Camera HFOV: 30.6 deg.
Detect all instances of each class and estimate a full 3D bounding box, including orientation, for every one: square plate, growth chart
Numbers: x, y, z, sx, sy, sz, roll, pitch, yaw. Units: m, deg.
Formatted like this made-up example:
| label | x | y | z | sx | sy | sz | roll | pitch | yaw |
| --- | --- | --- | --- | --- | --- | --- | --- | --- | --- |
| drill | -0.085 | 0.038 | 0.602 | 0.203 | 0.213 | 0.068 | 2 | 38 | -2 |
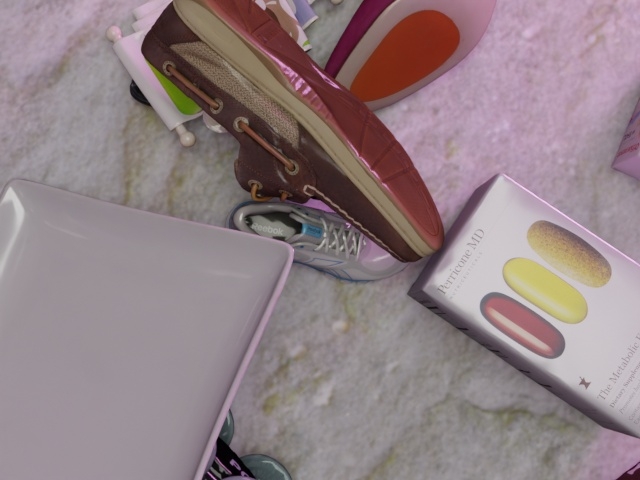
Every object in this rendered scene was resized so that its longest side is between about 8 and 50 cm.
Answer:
| label | x | y | z | sx | sy | sz | roll | pitch | yaw |
| --- | --- | --- | --- | --- | --- | --- | --- | --- | --- |
| square plate | -0.219 | 0.131 | 1.057 | 0.347 | 0.049 | 0.344 | 13 | 73 | 29 |
| growth chart | -0.092 | -0.217 | 1.169 | 0.237 | 0.021 | 0.172 | -43 | 80 | -9 |

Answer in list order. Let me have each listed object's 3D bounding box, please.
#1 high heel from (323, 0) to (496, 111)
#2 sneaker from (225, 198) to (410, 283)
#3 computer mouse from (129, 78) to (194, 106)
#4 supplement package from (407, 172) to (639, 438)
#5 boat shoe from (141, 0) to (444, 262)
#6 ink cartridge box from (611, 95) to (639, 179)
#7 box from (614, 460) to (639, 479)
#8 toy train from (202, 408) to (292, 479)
| label | x | y | z | sx | sy | sz | roll | pitch | yaw |
| --- | --- | --- | --- | --- | --- | --- | --- | --- | --- |
| high heel | 0.113 | -0.296 | 1.183 | 0.377 | 0.127 | 0.181 | -43 | 48 | 5 |
| sneaker | 0.000 | 0.000 | 1.143 | 0.190 | 0.083 | 0.071 | 8 | 84 | -3 |
| computer mouse | -0.076 | -0.119 | 1.175 | 0.242 | 0.041 | 0.071 | 22 | 78 | 6 |
| supplement package | 0.224 | 0.063 | 1.121 | 0.244 | 0.134 | 0.139 | 33 | 85 | 0 |
| boat shoe | -0.031 | -0.094 | 1.099 | 0.342 | 0.123 | 0.123 | 44 | 114 | -4 |
| ink cartridge box | 0.359 | -0.108 | 1.159 | 0.089 | 0.092 | 0.143 | 23 | 85 | 0 |
| box | 0.379 | 0.255 | 1.086 | 0.381 | 0.191 | 0.143 | -35 | 88 | -5 |
| toy train | -0.108 | 0.286 | 1.098 | 0.190 | 0.142 | 0.334 | -43 | 88 | 5 |
